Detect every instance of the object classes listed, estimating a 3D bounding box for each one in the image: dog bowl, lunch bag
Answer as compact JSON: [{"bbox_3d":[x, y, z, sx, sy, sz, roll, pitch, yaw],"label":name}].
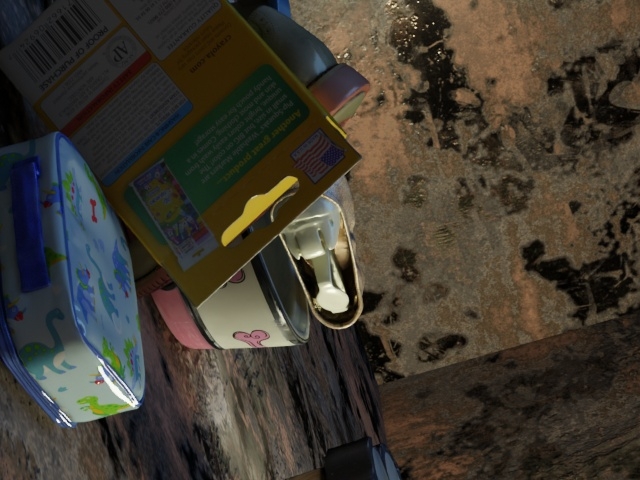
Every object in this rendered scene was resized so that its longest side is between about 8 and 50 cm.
[{"bbox_3d":[-0.143,-0.045,1.914,0.408,0.150,0.408,-17,90,-84],"label":"dog bowl"},{"bbox_3d":[-0.217,0.030,1.263,0.176,0.090,0.219,67,9,-57],"label":"lunch bag"}]

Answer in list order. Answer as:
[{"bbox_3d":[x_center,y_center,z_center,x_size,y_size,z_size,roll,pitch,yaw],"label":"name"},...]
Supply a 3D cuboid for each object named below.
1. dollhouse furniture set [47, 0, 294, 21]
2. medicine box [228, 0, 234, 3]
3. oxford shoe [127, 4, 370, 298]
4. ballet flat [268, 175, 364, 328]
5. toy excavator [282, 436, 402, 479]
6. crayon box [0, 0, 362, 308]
[{"bbox_3d":[-0.156,-0.223,1.741,0.198,0.286,0.303,38,45,-70],"label":"dollhouse furniture set"},{"bbox_3d":[-0.221,-0.380,2.110,0.289,0.149,0.263,67,9,-53],"label":"medicine box"},{"bbox_3d":[-0.111,-0.084,1.573,0.146,0.397,0.140,47,34,3],"label":"oxford shoe"},{"bbox_3d":[0.000,0.000,1.918,0.316,0.108,0.106,66,16,-46],"label":"ballet flat"},{"bbox_3d":[0.036,0.475,1.739,0.433,0.222,0.445,45,28,-77],"label":"toy excavator"},{"bbox_3d":[-0.125,-0.115,1.402,0.323,0.203,0.083,50,5,18],"label":"crayon box"}]
